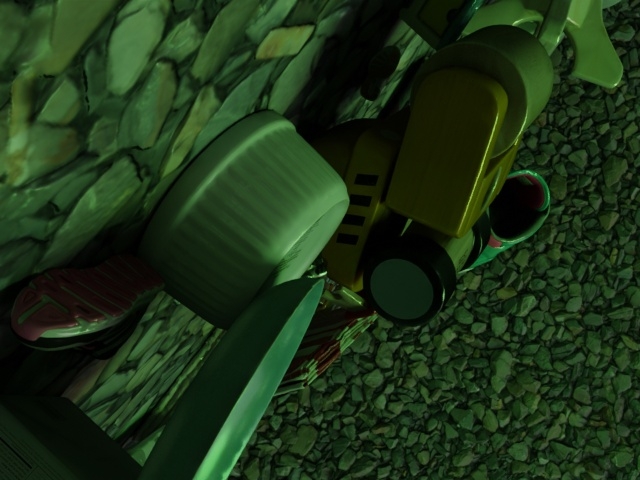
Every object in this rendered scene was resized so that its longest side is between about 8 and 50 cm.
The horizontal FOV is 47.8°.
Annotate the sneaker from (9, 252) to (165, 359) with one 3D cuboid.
[{"bbox_3d":[-0.179,0.061,0.551,0.075,0.063,0.170,-59,175,13],"label":"sneaker"}]

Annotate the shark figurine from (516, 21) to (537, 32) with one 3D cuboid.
[{"bbox_3d":[0.270,-0.277,1.288,0.278,0.116,0.166,-46,172,-15],"label":"shark figurine"}]

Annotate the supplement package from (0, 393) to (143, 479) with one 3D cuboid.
[{"bbox_3d":[-0.269,0.256,0.618,0.203,0.149,0.194,-49,171,-11],"label":"supplement package"}]

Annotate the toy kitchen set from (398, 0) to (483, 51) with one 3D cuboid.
[{"bbox_3d":[0.145,-0.251,0.707,0.166,0.122,0.207,-55,170,28],"label":"toy kitchen set"}]

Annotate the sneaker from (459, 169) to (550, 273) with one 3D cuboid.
[{"bbox_3d":[0.294,-0.097,1.177,0.178,0.123,0.296,-25,-138,60],"label":"sneaker"}]

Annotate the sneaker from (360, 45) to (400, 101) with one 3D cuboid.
[{"bbox_3d":[0.072,-0.205,0.858,0.037,0.032,0.083,-61,-175,-37],"label":"sneaker"}]

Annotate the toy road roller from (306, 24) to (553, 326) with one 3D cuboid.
[{"bbox_3d":[0.085,-0.090,0.801,0.202,0.240,0.330,-39,151,-55],"label":"toy road roller"}]

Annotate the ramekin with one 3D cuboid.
[{"bbox_3d":[-0.065,-0.010,0.691,0.207,0.109,0.207,-49,171,-11],"label":"ramekin"}]

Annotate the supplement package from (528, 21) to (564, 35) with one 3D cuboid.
[{"bbox_3d":[0.466,-0.436,1.642,0.105,0.105,0.179,-43,168,-44],"label":"supplement package"}]

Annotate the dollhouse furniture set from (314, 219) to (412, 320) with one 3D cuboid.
[{"bbox_3d":[0.100,0.016,1.228,0.262,0.135,0.259,-19,-135,53],"label":"dollhouse furniture set"}]

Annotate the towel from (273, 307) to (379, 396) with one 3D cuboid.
[{"bbox_3d":[-0.041,0.192,1.277,0.237,0.037,0.329,-23,-174,33],"label":"towel"}]

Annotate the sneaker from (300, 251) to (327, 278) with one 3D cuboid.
[{"bbox_3d":[0.000,0.000,1.095,0.279,0.107,0.118,-40,172,-48],"label":"sneaker"}]

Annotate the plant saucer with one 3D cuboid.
[{"bbox_3d":[-0.090,0.163,0.628,0.318,0.043,0.317,-60,174,-10],"label":"plant saucer"}]

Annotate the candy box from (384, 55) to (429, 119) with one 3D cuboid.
[{"bbox_3d":[0.180,-0.155,1.117,0.196,0.164,0.070,-56,-165,35],"label":"candy box"}]

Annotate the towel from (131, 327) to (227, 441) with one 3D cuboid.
[{"bbox_3d":[-0.164,0.211,1.305,0.332,0.053,0.317,-51,172,10],"label":"towel"}]

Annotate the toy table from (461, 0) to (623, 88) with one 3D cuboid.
[{"bbox_3d":[0.350,-0.346,1.082,0.161,0.252,0.274,-68,161,4],"label":"toy table"}]

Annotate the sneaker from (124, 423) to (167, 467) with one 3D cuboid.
[{"bbox_3d":[-0.281,0.353,1.123,0.115,0.105,0.281,-22,171,37],"label":"sneaker"}]
